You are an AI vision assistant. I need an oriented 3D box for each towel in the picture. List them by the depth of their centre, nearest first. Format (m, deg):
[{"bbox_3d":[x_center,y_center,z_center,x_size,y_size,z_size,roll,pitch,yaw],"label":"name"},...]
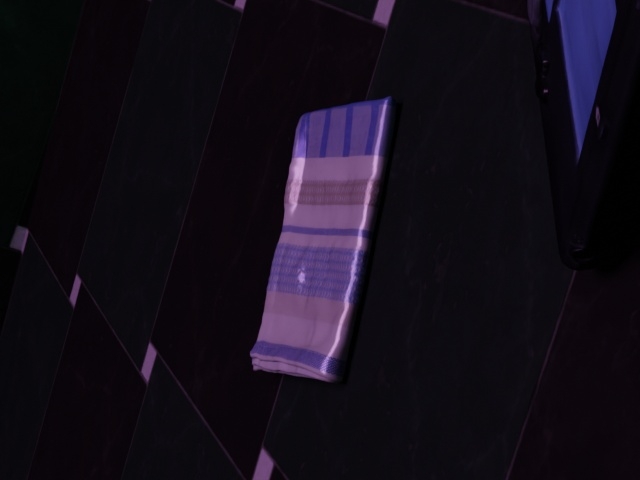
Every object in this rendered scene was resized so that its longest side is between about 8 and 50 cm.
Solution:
[{"bbox_3d":[0.000,0.000,1.643,0.209,0.034,0.285,-177,100,-68],"label":"towel"}]

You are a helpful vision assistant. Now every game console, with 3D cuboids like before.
[{"bbox_3d":[0.178,-0.211,1.081,0.386,0.060,0.342,88,-177,-61],"label":"game console"}]
